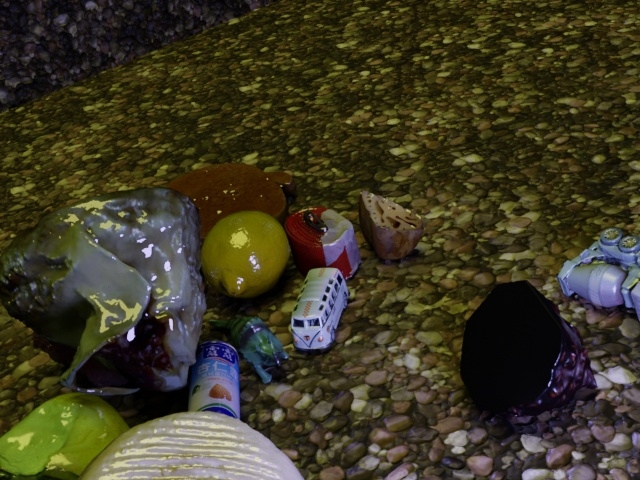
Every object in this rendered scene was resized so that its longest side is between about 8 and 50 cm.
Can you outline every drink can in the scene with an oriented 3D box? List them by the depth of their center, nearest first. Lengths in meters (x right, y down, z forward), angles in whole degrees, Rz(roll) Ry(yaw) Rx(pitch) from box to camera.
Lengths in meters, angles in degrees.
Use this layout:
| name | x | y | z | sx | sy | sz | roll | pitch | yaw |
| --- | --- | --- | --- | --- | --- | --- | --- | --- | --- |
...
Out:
| name | x | y | z | sx | sy | sz | roll | pitch | yaw |
| --- | --- | --- | --- | --- | --- | --- | --- | --- | --- |
| drink can | -0.190 | 0.284 | 1.707 | 0.097 | 0.097 | 0.235 | -12 | 31 | 2 |

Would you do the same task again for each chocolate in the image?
| name | x | y | z | sx | sy | sz | roll | pitch | yaw |
| --- | --- | --- | --- | --- | --- | --- | --- | --- | --- |
| chocolate | 0.370 | 0.209 | 1.608 | 0.177 | 0.206 | 0.224 | 22 | 26 | -32 |

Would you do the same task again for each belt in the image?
| name | x | y | z | sx | sy | sz | roll | pitch | yaw |
| --- | --- | --- | --- | --- | --- | --- | --- | --- | --- |
| belt | 0.000 | 0.000 | 2.077 | 0.128 | 0.124 | 0.201 | -26 | 32 | -17 |

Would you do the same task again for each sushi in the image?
| name | x | y | z | sx | sy | sz | roll | pitch | yaw |
| --- | --- | --- | --- | --- | --- | --- | --- | --- | --- |
| sushi | -0.451 | 0.216 | 1.895 | 0.241 | 0.108 | 0.161 | -5 | 35 | -11 |

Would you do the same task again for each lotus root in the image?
| name | x | y | z | sx | sy | sz | roll | pitch | yaw |
| --- | --- | --- | --- | --- | --- | --- | --- | --- | --- |
| lotus root | 0.141 | -0.019 | 2.050 | 0.159 | 0.135 | 0.095 | 19 | 43 | 23 |

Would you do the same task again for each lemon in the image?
| name | x | y | z | sx | sy | sz | roll | pitch | yaw |
| --- | --- | --- | --- | --- | --- | --- | --- | --- | --- |
| lemon | -0.157 | 0.024 | 2.045 | 0.184 | 0.184 | 0.248 | -1 | 33 | 20 |

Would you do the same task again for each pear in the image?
| name | x | y | z | sx | sy | sz | roll | pitch | yaw |
| --- | --- | --- | --- | --- | --- | --- | --- | --- | --- |
| pear | -0.420 | 0.359 | 1.617 | 0.292 | 0.159 | 0.292 | -10 | 28 | 5 |

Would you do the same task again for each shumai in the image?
| name | x | y | z | sx | sy | sz | roll | pitch | yaw |
| --- | --- | --- | --- | --- | --- | --- | --- | --- | --- |
| shumai | -0.350 | 0.120 | 1.728 | 0.395 | 0.395 | 0.348 | -23 | 69 | -16 |

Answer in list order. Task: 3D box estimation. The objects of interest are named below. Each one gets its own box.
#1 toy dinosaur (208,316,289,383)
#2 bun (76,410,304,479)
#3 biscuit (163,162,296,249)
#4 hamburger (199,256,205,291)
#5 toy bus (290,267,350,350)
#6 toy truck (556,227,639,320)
| name | x | y | z | sx | sy | sz | roll | pitch | yaw |
| --- | --- | --- | --- | --- | --- | --- | --- | --- | --- |
| toy dinosaur | -0.131 | 0.199 | 1.855 | 0.079 | 0.120 | 0.292 | -36 | 12 | -16 |
| bun | -0.179 | 0.421 | 1.345 | 0.365 | 0.219 | 0.365 | 2 | 35 | -2 |
| biscuit | -0.225 | -0.083 | 2.356 | 0.350 | 0.070 | 0.394 | -17 | 31 | -11 |
| hamburger | -0.332 | 0.054 | 2.098 | 0.156 | 0.144 | 0.283 | -17 | 29 | -8 |
| toy bus | -0.005 | 0.133 | 1.892 | 0.087 | 0.089 | 0.194 | -2 | 33 | 18 |
| toy truck | 0.563 | 0.078 | 1.751 | 0.140 | 0.108 | 0.256 | -38 | 34 | -14 |
